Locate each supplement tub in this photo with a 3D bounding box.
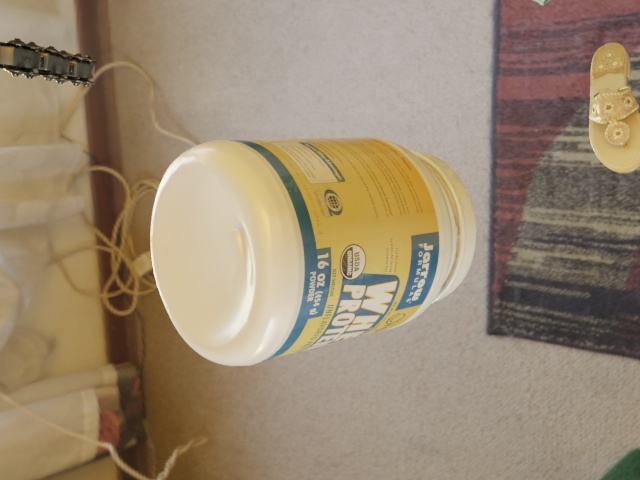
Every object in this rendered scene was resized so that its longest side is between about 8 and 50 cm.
[{"bbox_3d":[0.000,0.000,0.541,0.144,0.200,0.144,10,104,47],"label":"supplement tub"}]

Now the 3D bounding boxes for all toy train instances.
[{"bbox_3d":[-0.213,-0.136,0.595,0.036,0.158,0.027,9,99,4],"label":"toy train"}]

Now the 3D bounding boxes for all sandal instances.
[{"bbox_3d":[0.465,-0.228,1.248,0.088,0.079,0.239,-14,61,36],"label":"sandal"}]

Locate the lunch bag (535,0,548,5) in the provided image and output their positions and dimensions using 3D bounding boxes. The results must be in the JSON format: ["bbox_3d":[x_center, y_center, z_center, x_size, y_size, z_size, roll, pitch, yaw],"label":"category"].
[{"bbox_3d":[0.375,-0.555,1.342,0.223,0.262,0.160,39,164,8],"label":"lunch bag"}]
